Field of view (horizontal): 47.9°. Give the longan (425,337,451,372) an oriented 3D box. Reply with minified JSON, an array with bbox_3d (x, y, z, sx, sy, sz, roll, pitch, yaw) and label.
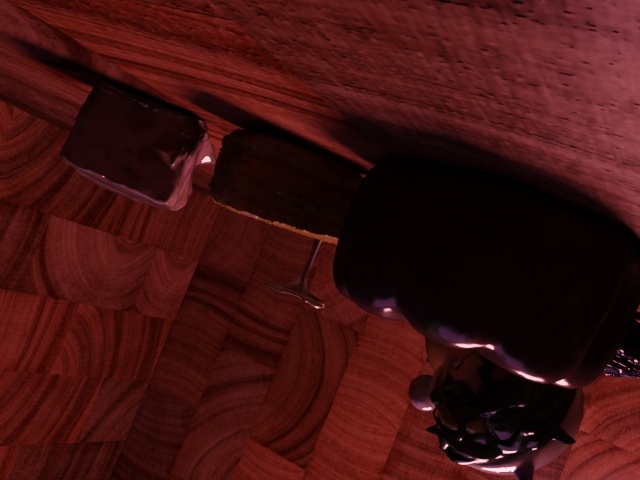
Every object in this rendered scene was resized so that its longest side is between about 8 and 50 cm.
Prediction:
[{"bbox_3d":[0.357,0.207,1.482,0.297,0.297,0.297,22,178,1],"label":"longan"}]

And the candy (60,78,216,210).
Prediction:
[{"bbox_3d":[-0.252,-0.127,1.030,0.185,0.137,0.195,22,176,-6],"label":"candy"}]

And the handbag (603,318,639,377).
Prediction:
[{"bbox_3d":[0.462,0.155,1.251,0.260,0.113,0.162,29,171,-5],"label":"handbag"}]

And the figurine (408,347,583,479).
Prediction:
[{"bbox_3d":[0.242,0.151,0.948,0.186,0.261,0.382,37,-148,-8],"label":"figurine"}]

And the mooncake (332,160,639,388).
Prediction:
[{"bbox_3d":[0.160,0.034,0.730,0.306,0.154,0.306,21,-179,0],"label":"mooncake"}]

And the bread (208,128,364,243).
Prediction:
[{"bbox_3d":[-0.030,-0.061,0.879,0.196,0.102,0.138,20,-179,-18],"label":"bread"}]

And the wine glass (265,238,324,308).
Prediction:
[{"bbox_3d":[0.000,0.000,1.027,0.122,0.182,0.122,21,177,1],"label":"wine glass"}]
